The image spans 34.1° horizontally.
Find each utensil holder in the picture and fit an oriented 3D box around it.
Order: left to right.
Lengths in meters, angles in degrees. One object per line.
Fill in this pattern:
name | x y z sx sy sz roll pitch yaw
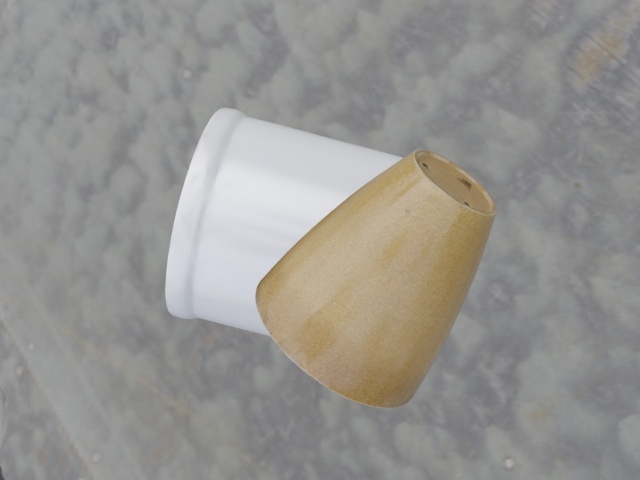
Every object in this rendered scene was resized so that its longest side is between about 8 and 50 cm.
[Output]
utensil holder | 0.000 0.000 1.576 0.385 0.327 0.328 13 100 3

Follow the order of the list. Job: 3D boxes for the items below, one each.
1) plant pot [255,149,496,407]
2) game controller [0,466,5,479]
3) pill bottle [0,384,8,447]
plant pot | 0.089 0.027 1.242 0.237 0.237 0.254 50 118 28
game controller | -0.238 0.279 0.753 0.319 0.067 0.167 29 115 57
pill bottle | -0.255 0.027 0.333 0.162 0.162 0.278 -33 110 35
